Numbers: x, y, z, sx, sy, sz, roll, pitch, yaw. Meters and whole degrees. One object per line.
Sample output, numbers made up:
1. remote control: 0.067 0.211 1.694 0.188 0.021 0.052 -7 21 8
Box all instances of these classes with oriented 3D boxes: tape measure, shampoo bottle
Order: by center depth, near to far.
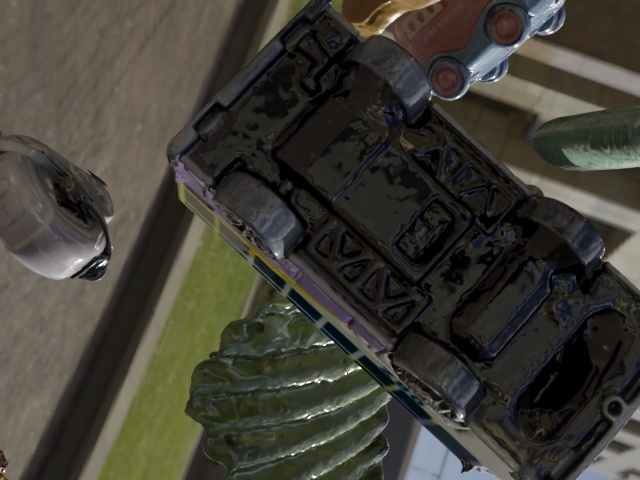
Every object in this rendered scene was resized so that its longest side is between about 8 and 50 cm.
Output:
1. shampoo bottle: 0.200 -0.068 0.702 0.190 0.069 0.041 -150 -110 -84
2. tape measure: -0.368 -0.039 1.422 0.120 0.236 0.197 -35 -130 13

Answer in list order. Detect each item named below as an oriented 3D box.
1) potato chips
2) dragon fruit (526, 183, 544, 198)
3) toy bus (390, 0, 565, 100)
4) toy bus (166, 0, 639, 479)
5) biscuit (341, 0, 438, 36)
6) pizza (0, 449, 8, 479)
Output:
1. potato chips: 0.009 0.194 1.368 0.389 0.097 0.373 16 100 -47
2. dragon fruit: 0.215 0.032 1.578 0.218 0.272 0.198 -24 102 -44
3. toy bus: 0.251 -0.391 1.781 0.294 0.232 0.197 -41 173 37
4. toy bus: 0.084 0.020 0.985 0.209 0.440 0.249 -47 178 -12
5. biscuit: 0.168 -0.513 1.644 0.365 0.062 0.385 -23 -135 43
6. pizza: -0.340 0.202 0.952 0.246 0.127 0.058 80 1 -63
